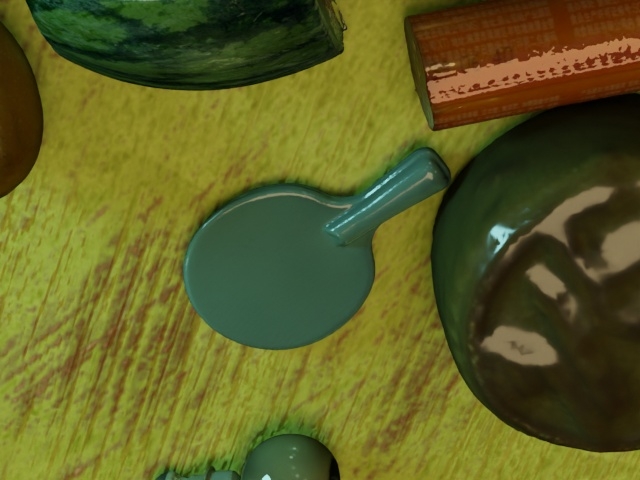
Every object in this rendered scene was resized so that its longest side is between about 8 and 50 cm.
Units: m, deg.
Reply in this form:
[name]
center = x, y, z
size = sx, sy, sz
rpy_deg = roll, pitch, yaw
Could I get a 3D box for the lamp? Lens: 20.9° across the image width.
[lamp]
center = -0.066, 0.210, 1.472
size = 0.163, 0.091, 0.091
rpy_deg = -2, 119, 12

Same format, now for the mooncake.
[mooncake]
center = 0.233, 0.032, 1.369
size = 0.284, 0.155, 0.284
rpy_deg = -3, 120, -5

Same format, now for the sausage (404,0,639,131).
[sausage]
center = 0.224, -0.154, 1.306
size = 0.312, 0.093, 0.093
rpy_deg = -11, 118, -2

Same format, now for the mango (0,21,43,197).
[mango]
center = -0.288, -0.128, 1.254
size = 0.136, 0.099, 0.227
rpy_deg = -25, 110, 11

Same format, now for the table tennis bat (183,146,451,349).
[table tennis bat]
center = 0.000, 0.000, 1.391
size = 0.237, 0.038, 0.149
rpy_deg = -34, 115, 16

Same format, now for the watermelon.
[watermelon]
center = -0.091, -0.206, 1.193
size = 0.212, 0.262, 0.201
rpy_deg = -6, 90, 0
